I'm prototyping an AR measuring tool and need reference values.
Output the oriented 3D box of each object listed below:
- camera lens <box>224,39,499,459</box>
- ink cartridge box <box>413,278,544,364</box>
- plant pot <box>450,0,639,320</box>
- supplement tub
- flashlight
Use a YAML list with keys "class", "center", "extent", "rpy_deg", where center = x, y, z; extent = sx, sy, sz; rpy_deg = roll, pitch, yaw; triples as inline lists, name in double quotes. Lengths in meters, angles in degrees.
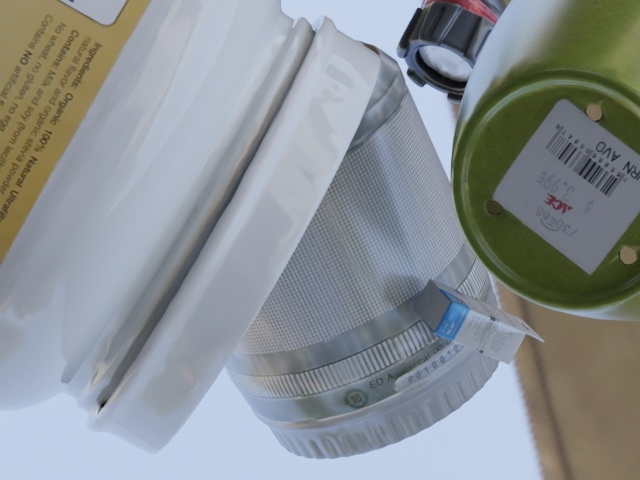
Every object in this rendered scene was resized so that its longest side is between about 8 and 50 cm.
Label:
- class: "camera lens"
  center: [0.000, 0.000, 1.465]
  extent: [0.219, 0.274, 0.219]
  rpy_deg: [-22, -160, 9]
- class: "ink cartridge box"
  center: [0.114, 0.061, 1.374]
  extent: [0.028, 0.083, 0.048]
  rpy_deg: [-62, -157, 10]
- class: "plant pot"
  center: [0.192, -0.063, 1.157]
  extent: [0.275, 0.293, 0.274]
  rpy_deg: [7, -74, 24]
- class: "supplement tub"
  center: [-0.157, -0.071, 0.780]
  extent: [0.228, 0.316, 0.228]
  rpy_deg: [-59, -173, 11]
- class: "flashlight"
  center: [0.178, -0.277, 1.837]
  extent: [0.103, 0.103, 0.304]
  rpy_deg: [-16, -140, 59]
